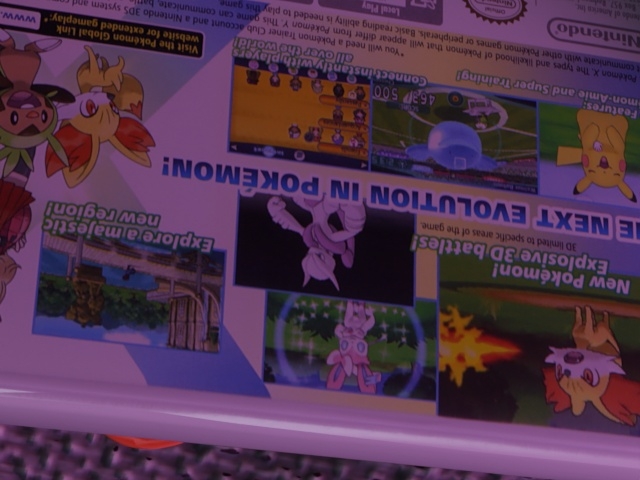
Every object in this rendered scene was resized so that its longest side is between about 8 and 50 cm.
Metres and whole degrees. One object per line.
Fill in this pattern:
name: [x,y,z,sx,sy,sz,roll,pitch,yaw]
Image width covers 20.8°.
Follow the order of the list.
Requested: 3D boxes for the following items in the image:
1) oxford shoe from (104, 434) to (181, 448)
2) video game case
oxford shoe: [0.000,0.000,0.828,0.271,0.098,0.097,-25,105,-11]
video game case: [-0.008,-0.065,0.677,0.329,0.300,0.036,8,156,-13]
